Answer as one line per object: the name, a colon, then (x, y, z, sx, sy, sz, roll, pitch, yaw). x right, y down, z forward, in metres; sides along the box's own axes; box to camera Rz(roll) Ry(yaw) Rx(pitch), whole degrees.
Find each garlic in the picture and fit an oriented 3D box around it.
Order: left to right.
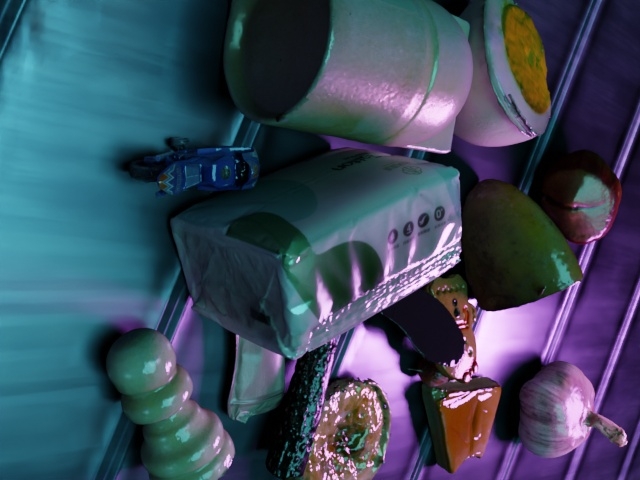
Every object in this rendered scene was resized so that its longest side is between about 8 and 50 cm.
garlic: (0.627, 0.440, 1.823, 0.245, 0.253, 0.245, -25, 124, -44)

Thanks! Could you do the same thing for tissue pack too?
tissue pack: (0.000, -0.002, 1.090, 0.356, 0.266, 0.194, -26, 120, -36)

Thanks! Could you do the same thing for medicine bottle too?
medicine bottle: (0.083, -0.262, 1.108, 0.406, 0.235, 0.236, 3, 101, -43)

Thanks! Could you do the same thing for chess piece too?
chess piece: (-0.228, 0.236, 1.063, 0.133, 0.133, 0.243, -35, 117, -30)

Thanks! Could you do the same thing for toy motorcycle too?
toy motorcycle: (-0.158, -0.099, 1.019, 0.205, 0.114, 0.076, -11, 110, -41)

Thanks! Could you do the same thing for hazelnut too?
hazelnut: (0.590, -0.101, 1.688, 0.181, 0.181, 0.212, -8, 109, -11)

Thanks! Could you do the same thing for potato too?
potato: (0.359, 0.006, 1.517, 0.112, 0.269, 0.255, -26, 92, -34)

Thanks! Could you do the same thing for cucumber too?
cucumber: (-0.024, 0.255, 1.267, 0.072, 0.072, 0.300, 21, 81, -44)

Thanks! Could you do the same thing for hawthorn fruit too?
hawthorn fruit: (0.223, 0.267, 1.519, 0.103, 0.066, 0.067, 8, 97, -43)

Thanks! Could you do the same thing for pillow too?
pillow: (-0.097, 0.184, 1.212, 0.130, 0.038, 0.233, -9, 110, -43)

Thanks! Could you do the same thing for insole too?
insole: (0.168, 0.136, 1.408, 0.348, 0.009, 0.119, 36, 64, -30)

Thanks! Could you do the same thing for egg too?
egg: (0.298, -0.306, 1.352, 0.264, 0.174, 0.286, 13, 71, -51)

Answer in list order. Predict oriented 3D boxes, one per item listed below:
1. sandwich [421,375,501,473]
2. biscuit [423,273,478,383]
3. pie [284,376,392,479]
sandwich: (0.298, 0.414, 1.634, 0.245, 0.063, 0.212, 6, 100, -42)
biscuit: (0.271, 0.182, 1.510, 0.166, 0.036, 0.226, -2, 84, -43)
pie: (0.037, 0.385, 1.388, 0.274, 0.055, 0.274, -15, 113, -40)
